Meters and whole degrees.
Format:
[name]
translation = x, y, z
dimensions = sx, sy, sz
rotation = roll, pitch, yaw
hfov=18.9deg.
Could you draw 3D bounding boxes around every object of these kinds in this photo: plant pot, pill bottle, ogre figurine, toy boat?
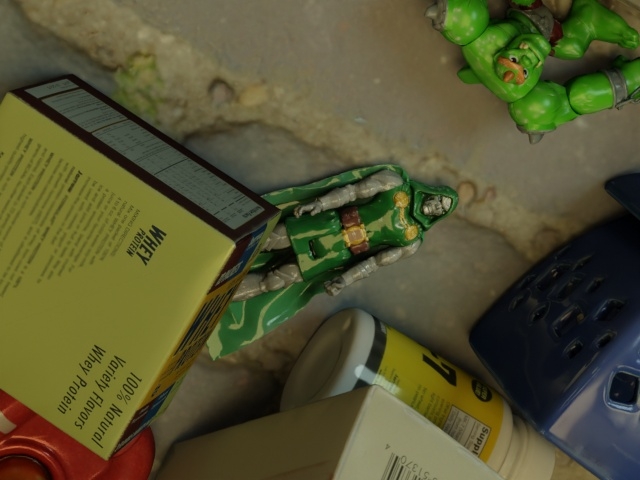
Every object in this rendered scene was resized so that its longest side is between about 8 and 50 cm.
[plant pot]
translation = 0.286, 0.091, 1.523
dimensions = 0.236, 0.236, 0.212
rotation = 34, 98, -18
[pill bottle]
translation = 0.081, 0.153, 1.579
dimensions = 0.208, 0.119, 0.119
rotation = 32, 106, -18
[ogre figurine]
translation = 0.164, -0.159, 1.478
dimensions = 0.118, 0.097, 0.197
rotation = -44, 127, -7
[toy boat]
translation = -0.245, 0.206, 1.546
dimensions = 0.231, 0.151, 0.151
rotation = -38, 111, 9

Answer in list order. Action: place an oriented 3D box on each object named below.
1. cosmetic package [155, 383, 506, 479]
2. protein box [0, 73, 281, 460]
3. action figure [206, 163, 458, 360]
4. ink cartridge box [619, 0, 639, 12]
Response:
[cosmetic package]
translation = -0.011, 0.225, 1.502
dimensions = 0.153, 0.296, 0.129
rotation = 36, 59, -20
[protein box]
translation = -0.174, 0.016, 1.450
dimensions = 0.201, 0.136, 0.200
rotation = 33, 107, 6
[action figure]
translation = 0.000, 0.000, 1.542
dimensions = 0.232, 0.063, 0.137
rotation = -20, 110, -2
[ink cartridge box]
translation = 0.296, -0.227, 1.409
dimensions = 0.176, 0.127, 0.128
rotation = 1, 116, -35
